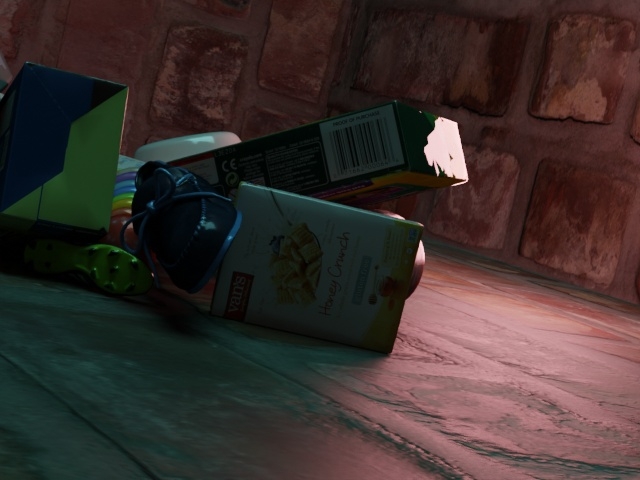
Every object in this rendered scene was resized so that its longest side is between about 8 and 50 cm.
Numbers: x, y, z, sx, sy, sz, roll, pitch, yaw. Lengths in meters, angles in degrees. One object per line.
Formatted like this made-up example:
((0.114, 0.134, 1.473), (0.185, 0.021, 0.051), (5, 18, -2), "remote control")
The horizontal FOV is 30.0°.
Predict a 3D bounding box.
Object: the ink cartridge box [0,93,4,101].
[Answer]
((-0.432, -0.114, 1.758), (0.093, 0.160, 0.219), (33, 6, 40), "ink cartridge box")

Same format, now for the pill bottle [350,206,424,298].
((0.044, 0.032, 1.751), (0.161, 0.161, 0.283), (15, 5, 19), "pill bottle")

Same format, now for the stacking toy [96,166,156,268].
((-0.271, -0.016, 1.690), (0.141, 0.141, 0.330), (13, 10, -5), "stacking toy")

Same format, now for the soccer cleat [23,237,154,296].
((-0.282, 0.029, 1.486), (0.179, 0.060, 0.072), (12, 2, 17), "soccer cleat")

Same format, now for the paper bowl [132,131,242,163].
((-0.240, -0.117, 2.232), (0.284, 0.148, 0.284), (-11, 2, 0), "paper bowl")

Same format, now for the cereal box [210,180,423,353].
((-0.006, 0.035, 1.515), (0.240, 0.173, 0.047), (12, 6, -9), "cereal box")

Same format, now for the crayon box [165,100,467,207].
((-0.001, -0.098, 1.743), (0.363, 0.106, 0.313), (-13, -4, 20), "crayon box")

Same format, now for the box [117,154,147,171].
((-0.316, -0.064, 1.969), (0.203, 0.114, 0.103), (18, 30, 37), "box")

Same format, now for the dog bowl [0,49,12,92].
((-0.552, -0.163, 1.551), (0.102, 0.349, 0.349), (56, -11, -19), "dog bowl")

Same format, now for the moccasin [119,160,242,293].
((-0.186, -0.022, 1.463), (0.117, 0.137, 0.342), (35, -1, -17), "moccasin")

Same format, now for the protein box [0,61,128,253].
((-0.352, -0.095, 1.547), (0.136, 0.199, 0.201), (12, -15, -23), "protein box")
